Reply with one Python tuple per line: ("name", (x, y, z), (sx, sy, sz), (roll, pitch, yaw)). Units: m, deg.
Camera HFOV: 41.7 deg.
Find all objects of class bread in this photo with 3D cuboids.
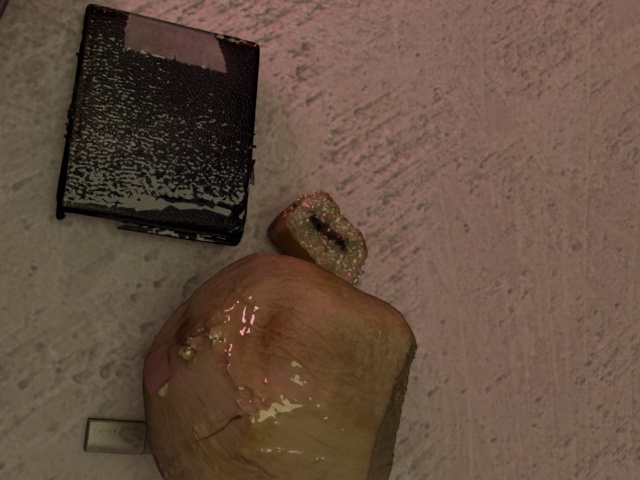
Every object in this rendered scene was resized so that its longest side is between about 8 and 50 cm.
("bread", (0.000, 0.002, 1.041), (0.082, 0.106, 0.125), (-42, 98, -15))

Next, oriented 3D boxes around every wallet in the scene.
("wallet", (-0.187, -0.134, 0.999), (0.221, 0.071, 0.262), (8, 78, -18))

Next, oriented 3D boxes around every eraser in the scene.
("eraser", (-0.226, 0.225, 0.963), (0.083, 0.019, 0.038), (9, 80, -23))

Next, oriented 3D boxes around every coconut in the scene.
("coconut", (-0.056, 0.157, 0.903), (0.255, 0.297, 0.297), (18, 78, -23))

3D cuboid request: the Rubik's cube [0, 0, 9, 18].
("Rubik's cube", (-0.429, -0.337, 0.768), (0.316, 0.322, 0.318), (26, 76, -21))
